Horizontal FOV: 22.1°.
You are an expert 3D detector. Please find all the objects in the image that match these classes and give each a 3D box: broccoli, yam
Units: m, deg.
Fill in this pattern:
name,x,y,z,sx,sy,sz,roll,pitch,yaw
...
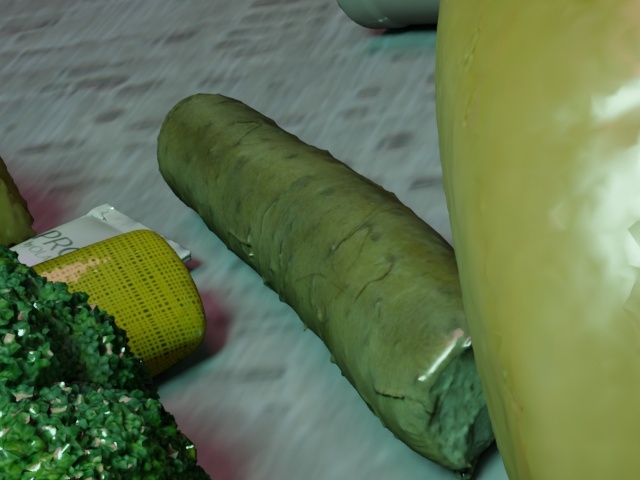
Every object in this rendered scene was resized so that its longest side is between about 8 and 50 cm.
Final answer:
name,x,y,z,sx,sy,sz,roll,pitch,yaw
broccoli,-0.171,0.100,0.614,0.269,0.261,0.241,-10,67,28
yam,0.000,0.000,0.795,0.083,0.083,0.371,-27,28,-11

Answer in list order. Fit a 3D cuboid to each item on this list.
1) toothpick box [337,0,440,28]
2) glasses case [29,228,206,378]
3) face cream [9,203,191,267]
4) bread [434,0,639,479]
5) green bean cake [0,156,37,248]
name,x,y,z,sx,sy,sz,roll,pitch,yaw
toothpick box,0.089,-0.187,1.055,0.149,0.098,0.098,4,36,41
glasses case,-0.169,0.068,0.794,0.234,0.064,0.079,-26,63,-12
face cream,-0.191,0.049,0.874,0.244,0.058,0.092,-30,37,-26
bread,0.227,-0.049,0.511,0.376,0.253,0.348,-12,12,14
green bean cake,-0.306,-0.003,0.966,0.230,0.131,0.224,-39,29,-25
